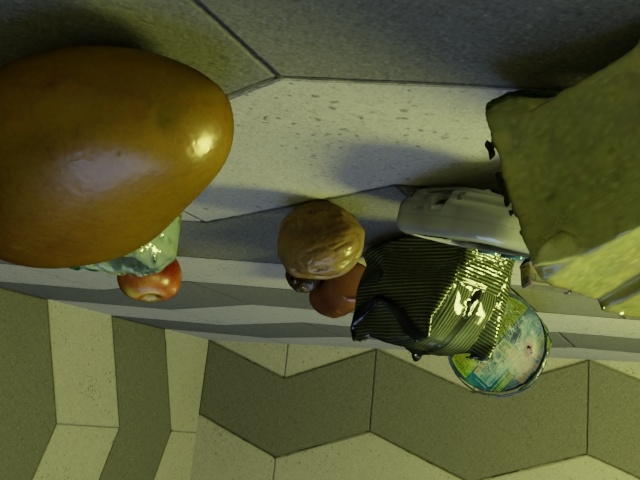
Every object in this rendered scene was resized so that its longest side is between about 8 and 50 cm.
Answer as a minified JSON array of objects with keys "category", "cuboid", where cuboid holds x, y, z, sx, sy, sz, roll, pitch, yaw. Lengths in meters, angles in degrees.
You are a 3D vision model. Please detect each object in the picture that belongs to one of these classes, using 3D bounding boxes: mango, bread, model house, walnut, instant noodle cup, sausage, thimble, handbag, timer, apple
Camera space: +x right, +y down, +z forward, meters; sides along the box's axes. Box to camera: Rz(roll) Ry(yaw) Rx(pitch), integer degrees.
[{"category":"mango","cuboid":[-0.291,-0.098,0.933,0.445,0.232,0.300,-14,152,40]},{"category":"bread","cuboid":[-0.045,0.089,1.897,0.113,0.082,0.060,-11,156,42]},{"category":"model house","cuboid":[0.366,-0.083,0.783,0.321,0.261,0.266,16,144,-41]},{"category":"walnut","cuboid":[0.000,0.000,1.394,0.166,0.149,0.166,-17,-169,3]},{"category":"instant noodle cup","cuboid":[0.523,0.285,2.134,0.284,0.284,0.312,-1,173,26]},{"category":"sausage","cuboid":[0.050,0.130,1.936,0.121,0.121,0.304,9,165,-11]},{"category":"thimble","cuboid":[-0.374,-0.036,1.339,0.254,0.167,0.288,11,166,-26]},{"category":"handbag","cuboid":[0.224,0.118,1.574,0.247,0.240,0.340,19,163,-28]},{"category":"timer","cuboid":[0.264,-0.026,1.207,0.237,0.087,0.262,14,178,-26]},{"category":"apple","cuboid":[-0.432,0.080,1.922,0.163,0.139,0.163,-5,159,-2]}]

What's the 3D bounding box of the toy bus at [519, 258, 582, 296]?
[{"category":"toy bus","cuboid":[0.514,0.077,1.624,0.172,0.072,0.057,7,162,-9]}]
